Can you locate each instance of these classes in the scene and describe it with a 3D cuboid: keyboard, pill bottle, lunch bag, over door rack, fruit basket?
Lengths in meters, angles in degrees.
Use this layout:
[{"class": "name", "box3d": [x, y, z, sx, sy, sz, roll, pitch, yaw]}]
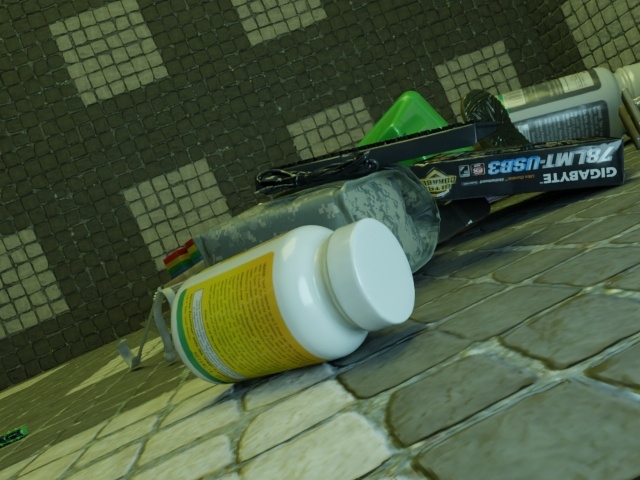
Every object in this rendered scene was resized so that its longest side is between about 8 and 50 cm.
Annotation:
[{"class": "keyboard", "box3d": [0.042, -0.103, 0.621, 0.317, 0.033, 0.201, -8, 14, 35]}, {"class": "pill bottle", "box3d": [0.636, -0.316, 1.267, 0.361, 0.204, 0.204, -11, 6, 21]}, {"class": "lunch bag", "box3d": [0.017, -0.004, 0.698, 0.235, 0.169, 0.287, -14, 7, 32]}, {"class": "over door rack", "box3d": [-0.219, 0.145, 0.942, 0.239, 0.108, 0.324, -23, -13, -41]}, {"class": "fruit basket", "box3d": [0.214, -0.168, 1.284, 0.392, 0.283, 0.392, -45, 0, 0]}, {"class": "pill bottle", "box3d": [-0.028, 0.055, 0.446, 0.208, 0.117, 0.117, -23, 1, 34]}]

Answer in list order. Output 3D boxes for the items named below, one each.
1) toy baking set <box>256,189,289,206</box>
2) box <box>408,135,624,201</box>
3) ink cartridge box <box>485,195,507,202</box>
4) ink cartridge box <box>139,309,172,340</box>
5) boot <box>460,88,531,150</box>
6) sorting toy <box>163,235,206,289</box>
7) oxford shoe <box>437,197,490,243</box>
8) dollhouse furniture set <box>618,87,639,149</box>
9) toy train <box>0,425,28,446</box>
[{"class": "toy baking set", "box3d": [-0.007, -0.001, 0.908, 0.197, 0.030, 0.256, 3, -34, 9]}, {"class": "box", "box3d": [0.326, -0.126, 0.845, 0.293, 0.073, 0.295, -5, 10, 23]}, {"class": "ink cartridge box", "box3d": [0.448, -0.131, 1.257, 0.206, 0.045, 0.208, -22, 2, 14]}, {"class": "ink cartridge box", "box3d": [-0.292, 0.154, 1.177, 0.225, 0.056, 0.181, -22, -25, -4]}, {"class": "boot", "box3d": [0.382, -0.240, 1.236, 0.089, 0.236, 0.269, -42, 7, -6]}, {"class": "sorting toy", "box3d": [-0.247, 0.025, 1.251, 0.255, 0.089, 0.257, -22, -4, -41]}, {"class": "oxford shoe", "box3d": [0.196, -0.020, 0.860, 0.212, 0.076, 0.076, -15, -25, -24]}, {"class": "dollhouse furniture set", "box3d": [0.670, -0.244, 0.861, 0.212, 0.161, 0.242, -23, -21, 23]}, {"class": "toy train", "box3d": [-0.479, 0.301, 0.747, 0.083, 0.017, 0.024, -23, -9, 7]}]
